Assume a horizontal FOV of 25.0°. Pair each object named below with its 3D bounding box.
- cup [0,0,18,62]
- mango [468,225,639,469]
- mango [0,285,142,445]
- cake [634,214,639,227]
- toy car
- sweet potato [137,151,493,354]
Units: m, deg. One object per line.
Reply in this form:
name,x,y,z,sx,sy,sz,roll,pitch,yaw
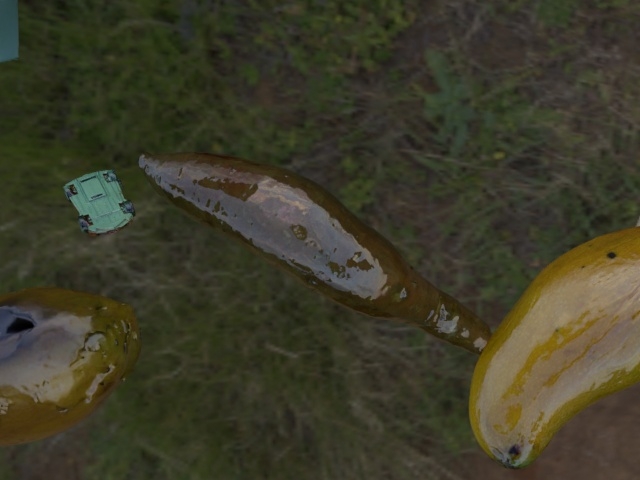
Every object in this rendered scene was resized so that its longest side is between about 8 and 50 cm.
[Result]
cup,-0.286,-0.242,1.037,0.148,0.134,0.236,6,105,20
mango,0.164,0.059,0.909,0.190,0.075,0.098,-45,48,1
mango,-0.265,0.105,1.282,0.248,0.156,0.151,-21,118,32
cake,0.338,-0.103,1.241,0.112,0.135,0.246,132,145,-58
toy car,-0.230,-0.036,1.516,0.122,0.059,0.035,-126,21,-50
sweet potato,0.003,0.002,1.207,0.346,0.108,0.079,30,90,-3
